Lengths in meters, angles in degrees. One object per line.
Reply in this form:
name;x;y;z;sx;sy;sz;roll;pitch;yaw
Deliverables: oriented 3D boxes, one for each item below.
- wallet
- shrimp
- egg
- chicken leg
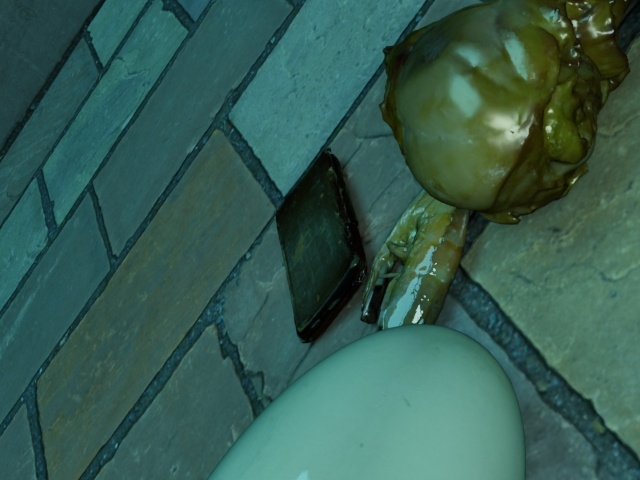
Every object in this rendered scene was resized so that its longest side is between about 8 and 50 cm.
wallet;0.000;0.000;1.093;0.122;0.031;0.232;-50;30;27
shrimp;0.077;0.055;0.930;0.143;0.052;0.251;-18;44;63
egg;0.015;0.228;0.692;0.230;0.230;0.371;18;76;58
chicken leg;0.169;-0.171;0.910;0.295;0.182;0.409;-48;16;2
